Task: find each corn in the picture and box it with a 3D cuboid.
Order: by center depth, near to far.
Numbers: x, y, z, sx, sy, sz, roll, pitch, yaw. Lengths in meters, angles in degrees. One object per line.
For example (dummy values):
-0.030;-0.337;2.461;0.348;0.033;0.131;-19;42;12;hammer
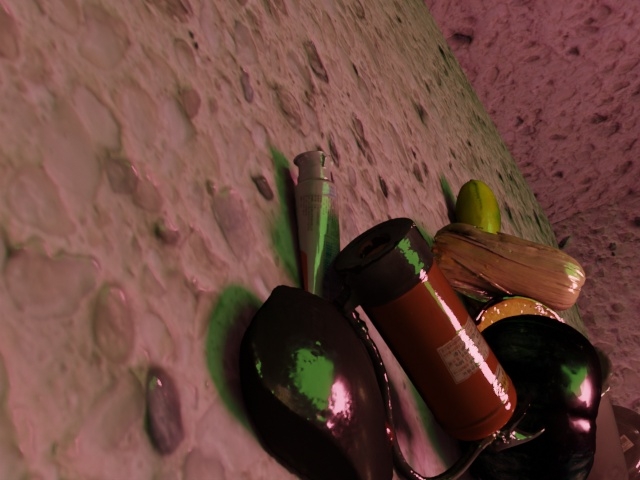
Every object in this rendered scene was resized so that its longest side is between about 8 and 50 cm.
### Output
0.360;0.052;1.389;0.123;0.305;0.122;102;3;-49;corn

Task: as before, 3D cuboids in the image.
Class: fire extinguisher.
0.137;0.168;0.922;0.376;0.200;0.113;54;4;-16;fire extinguisher

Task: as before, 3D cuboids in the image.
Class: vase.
0.504;0.391;1.458;0.245;0.244;0.291;-63;135;-62;vase

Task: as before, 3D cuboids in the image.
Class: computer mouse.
0.022;0.167;0.744;0.295;0.087;0.168;52;26;-33;computer mouse

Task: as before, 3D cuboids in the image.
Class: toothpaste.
0.000;0.000;0.909;0.089;0.057;0.234;25;53;-55;toothpaste

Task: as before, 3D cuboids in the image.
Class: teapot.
0.727;0.593;1.729;0.322;0.239;0.239;-97;166;-44;teapot

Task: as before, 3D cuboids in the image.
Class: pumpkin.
0.327;0.262;1.151;0.315;0.238;0.316;3;90;-69;pumpkin

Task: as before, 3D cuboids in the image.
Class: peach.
0.382;0.201;1.367;0.279;0.189;0.068;20;3;-14;peach

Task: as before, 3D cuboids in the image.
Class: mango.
0.387;-0.041;1.725;0.125;0.111;0.233;32;42;-47;mango

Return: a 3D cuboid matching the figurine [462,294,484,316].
0.385;0.126;1.527;0.189;0.142;0.263;36;30;-10;figurine
